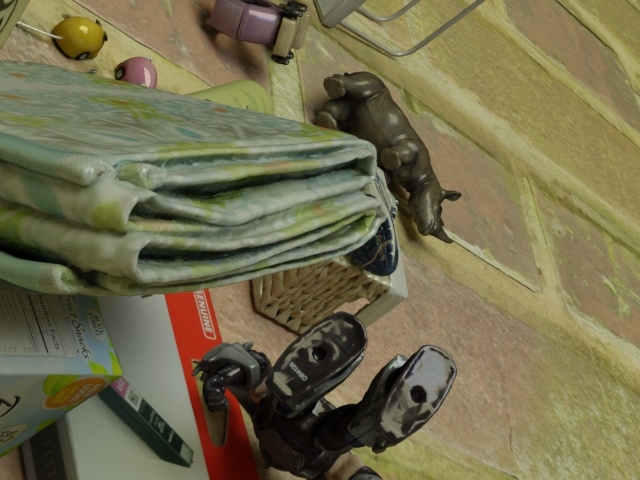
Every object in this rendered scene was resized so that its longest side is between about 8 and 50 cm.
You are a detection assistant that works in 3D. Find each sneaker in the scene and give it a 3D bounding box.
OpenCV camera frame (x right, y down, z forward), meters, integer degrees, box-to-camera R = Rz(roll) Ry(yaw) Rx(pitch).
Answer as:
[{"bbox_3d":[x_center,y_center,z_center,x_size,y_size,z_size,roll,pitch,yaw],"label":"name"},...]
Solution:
[{"bbox_3d":[0.050,-0.026,1.152,0.058,0.052,0.135,17,46,-45],"label":"sneaker"}]

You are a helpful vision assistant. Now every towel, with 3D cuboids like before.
[{"bbox_3d":[-0.181,-0.051,0.823,0.374,0.090,0.320,16,13,28],"label":"towel"}]

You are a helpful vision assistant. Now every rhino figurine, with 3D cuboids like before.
[{"bbox_3d":[0.088,-0.097,1.484,0.243,0.073,0.106,54,32,-4],"label":"rhino figurine"}]

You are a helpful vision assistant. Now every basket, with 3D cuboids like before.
[{"bbox_3d":[0.000,0.000,1.212,0.103,0.113,0.167,26,39,-37],"label":"basket"}]

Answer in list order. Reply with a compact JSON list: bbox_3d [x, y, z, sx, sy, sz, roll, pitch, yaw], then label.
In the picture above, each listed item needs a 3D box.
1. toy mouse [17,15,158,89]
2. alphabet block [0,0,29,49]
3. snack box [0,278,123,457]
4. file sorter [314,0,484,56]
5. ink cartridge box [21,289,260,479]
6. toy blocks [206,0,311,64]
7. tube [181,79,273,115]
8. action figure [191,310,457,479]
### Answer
[{"bbox_3d":[-0.188,-0.148,1.175,0.161,0.031,0.143,-8,66,-58],"label":"toy mouse"},{"bbox_3d":[-0.283,-0.260,0.895,0.193,0.197,0.192,33,9,-4],"label":"alphabet block"},{"bbox_3d":[-0.245,0.085,0.701,0.207,0.174,0.070,5,56,-53],"label":"snack box"},{"bbox_3d":[0.088,-0.420,1.703,0.173,0.193,0.278,21,43,-48],"label":"file sorter"},{"bbox_3d":[-0.128,0.105,0.972,0.239,0.060,0.275,17,46,-46],"label":"ink cartridge box"},{"bbox_3d":[-0.099,-0.407,1.443,0.260,0.309,0.288,17,21,1],"label":"toy blocks"},{"bbox_3d":[-0.124,-0.102,1.194,0.070,0.062,0.240,45,29,8],"label":"tube"},{"bbox_3d":[-0.008,0.133,0.942,0.185,0.285,0.099,36,64,1],"label":"action figure"}]
